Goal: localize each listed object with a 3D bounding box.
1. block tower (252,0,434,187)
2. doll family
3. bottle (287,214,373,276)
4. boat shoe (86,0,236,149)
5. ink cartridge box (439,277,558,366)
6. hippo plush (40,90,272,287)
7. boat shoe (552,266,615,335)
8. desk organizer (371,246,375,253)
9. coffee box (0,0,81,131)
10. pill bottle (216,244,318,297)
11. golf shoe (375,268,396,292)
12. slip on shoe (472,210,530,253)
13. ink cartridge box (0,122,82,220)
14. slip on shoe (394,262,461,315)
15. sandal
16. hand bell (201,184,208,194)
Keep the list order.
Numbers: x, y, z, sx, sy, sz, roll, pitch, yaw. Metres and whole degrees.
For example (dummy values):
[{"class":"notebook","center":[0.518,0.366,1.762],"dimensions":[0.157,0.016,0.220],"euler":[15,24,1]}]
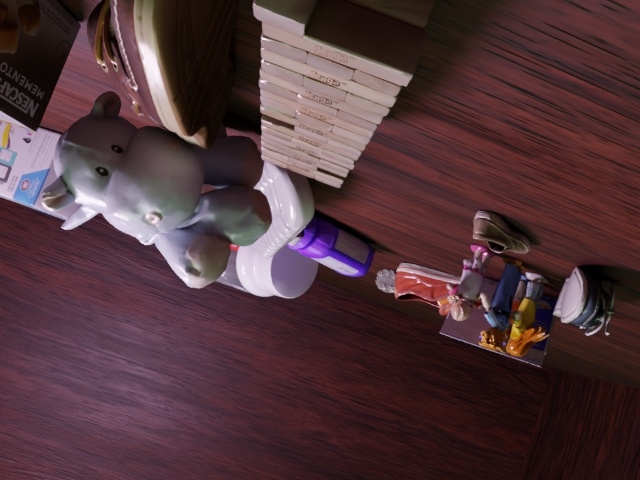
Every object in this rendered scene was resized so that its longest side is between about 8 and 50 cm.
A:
[{"class":"block tower","center":[0.008,-0.126,0.472],"dimensions":[0.097,0.091,0.335],"euler":[20,173,-1]},{"class":"doll family","center":[0.340,0.124,1.071],"dimensions":[0.118,0.163,0.263],"euler":[12,168,47]},{"class":"bottle","center":[0.000,0.000,1.335],"dimensions":[0.118,0.092,0.283],"euler":[11,168,46]},{"class":"boat shoe","center":[-0.148,-0.164,0.519],"dimensions":[0.123,0.123,0.342],"euler":[20,178,-6]},{"class":"ink cartridge box","center":[0.374,0.170,1.235],"dimensions":[0.206,0.208,0.045],"euler":[18,131,21]},{"class":"hippo plush","center":[-0.212,-0.098,0.749],"dimensions":[0.294,0.234,0.236],"euler":[23,166,14]},{"class":"boat shoe","center":[0.433,0.105,0.961],"dimensions":[0.079,0.095,0.254],"euler":[19,174,18]},{"class":"desk organizer","center":[0.070,0.026,1.508],"dimensions":[0.130,0.047,0.050],"euler":[17,174,23]},{"class":"coffee box","center":[-0.352,-0.219,0.552],"dimensions":[0.098,0.141,0.246],"euler":[18,171,11]},{"class":"pill bottle","center":[-0.188,0.040,1.659],"dimensions":[0.363,0.210,0.210],"euler":[11,168,46]},{"class":"golf shoe","center":[0.242,0.131,1.734],"dimensions":[0.086,0.069,0.176],"euler":[19,176,-42]},{"class":"slip on shoe","center":[0.263,-0.001,0.861],"dimensions":[0.051,0.041,0.135],"euler":[13,169,42]},{"class":"ink cartridge box","center":[-0.774,-0.194,1.568],"dimensions":[0.270,0.198,0.197],"euler":[18,172,14]},{"class":"slip on shoe","center":[0.331,0.142,1.451],"dimensions":[0.331,0.101,0.123],"euler":[14,168,29]},{"class":"sandal","center":[-0.074,-0.059,1.058],"dimensions":[0.102,0.169,0.416],"euler":[-20,-175,-19]},{"class":"hand bell","center":[-0.264,-0.131,1.159],"dimensions":[0.126,0.126,0.242],"euler":[22,161,-14]}]
